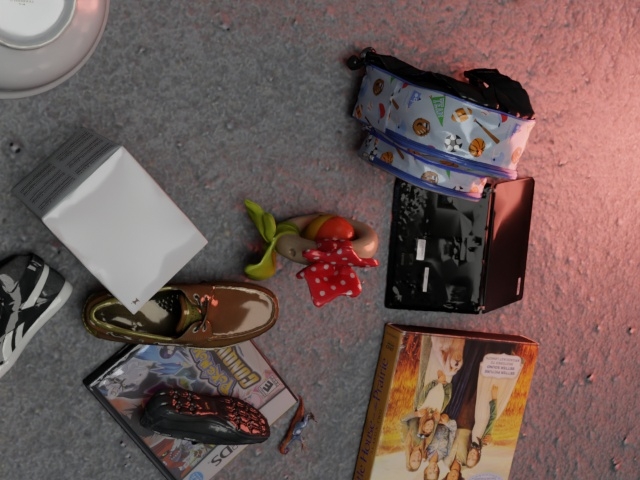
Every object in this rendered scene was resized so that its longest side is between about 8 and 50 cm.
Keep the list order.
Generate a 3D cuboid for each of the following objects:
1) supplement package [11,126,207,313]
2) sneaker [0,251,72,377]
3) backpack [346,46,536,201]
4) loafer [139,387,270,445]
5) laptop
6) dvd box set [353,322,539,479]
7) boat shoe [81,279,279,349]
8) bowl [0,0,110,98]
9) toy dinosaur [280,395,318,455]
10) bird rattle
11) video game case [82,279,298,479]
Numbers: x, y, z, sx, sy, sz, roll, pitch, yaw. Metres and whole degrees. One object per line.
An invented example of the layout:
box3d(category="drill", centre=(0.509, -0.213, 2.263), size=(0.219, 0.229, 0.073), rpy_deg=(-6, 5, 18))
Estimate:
box3d(category="supplement package", centre=(-0.302, -0.034, 1.601), size=(0.149, 0.203, 0.194), rpy_deg=(-45, 118, -10))
box3d(category="sneaker", centre=(-0.474, 0.109, 1.629), size=(0.121, 0.079, 0.217), rpy_deg=(45, 73, -24))
box3d(category="backpack", centre=(0.197, -0.179, 1.779), size=(0.277, 0.263, 0.213), rpy_deg=(5, 100, -28))
box3d(category="loafer", centre=(-0.181, 0.287, 1.781), size=(0.223, 0.076, 0.078), rpy_deg=(19, 129, -35))
box3d(category="laptop", centre=(0.250, 0.002, 1.992), size=(0.265, 0.136, 0.234), rpy_deg=(3, 101, -1))
box3d(category="dvd box set", centre=(0.216, 0.367, 2.036), size=(0.308, 0.062, 0.420), rpy_deg=(8, 98, -27))
box3d(category="boat shoe", centre=(-0.204, 0.117, 1.705), size=(0.308, 0.104, 0.110), rpy_deg=(-4, 88, -15))
box3d(category="bowl", centre=(-0.412, -0.331, 1.515), size=(0.298, 0.134, 0.297), rpy_deg=(-7, 106, -25))
box3d(category="toy dinosaur", centre=(-0.043, 0.326, 1.923), size=(0.082, 0.047, 0.090), rpy_deg=(-33, 82, -6))
box3d(category="bird rattle", centre=(0.000, 0.000, 1.749), size=(0.207, 0.254, 0.143), rpy_deg=(-23, 114, -46))
box3d(category="video game case", centre=(-0.202, 0.244, 1.814), size=(0.248, 0.035, 0.274), rpy_deg=(-40, 116, -12))
